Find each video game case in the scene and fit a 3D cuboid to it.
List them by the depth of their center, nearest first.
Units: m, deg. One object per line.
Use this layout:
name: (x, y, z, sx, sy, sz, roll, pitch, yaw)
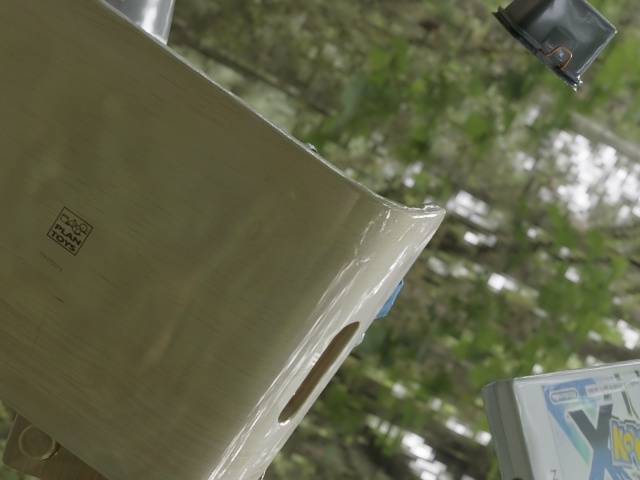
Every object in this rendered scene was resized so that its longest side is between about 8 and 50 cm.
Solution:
video game case: (0.270, 0.252, 1.446, 0.036, 0.329, 0.299, -19, -101, 37)

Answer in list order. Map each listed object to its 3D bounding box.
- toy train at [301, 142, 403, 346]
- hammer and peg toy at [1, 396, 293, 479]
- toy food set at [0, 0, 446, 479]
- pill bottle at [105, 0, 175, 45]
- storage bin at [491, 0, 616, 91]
toy train: (0.000, 0.000, 1.440, 0.184, 0.080, 0.105, 66, -30, 27)
hammer and peg toy: (-0.171, 0.201, 1.707, 0.127, 0.266, 0.361, 113, -3, -85)
toy food set: (-0.115, -0.020, 0.906, 0.219, 0.306, 0.092, -55, 179, 23)
pill bottle: (-0.204, -0.238, 1.313, 0.204, 0.204, 0.361, -169, -88, -69)
storage bin: (0.294, -0.261, 2.091, 0.091, 0.135, 0.098, -48, -152, 14)
